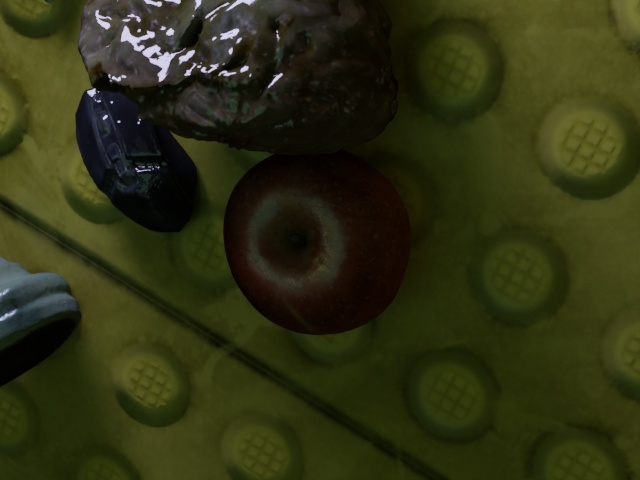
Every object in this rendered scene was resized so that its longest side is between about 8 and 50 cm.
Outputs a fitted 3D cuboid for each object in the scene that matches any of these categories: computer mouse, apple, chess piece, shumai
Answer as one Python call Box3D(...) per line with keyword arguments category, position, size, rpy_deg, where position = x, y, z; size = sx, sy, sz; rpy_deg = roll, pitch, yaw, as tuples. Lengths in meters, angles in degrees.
Box3D(category="computer mouse", position=(-0.212, -0.090, 1.669), size=(0.106, 0.062, 0.192), rpy_deg=(-29, 93, 26))
Box3D(category="apple", position=(0.000, 0.000, 1.558), size=(0.201, 0.162, 0.201), rpy_deg=(1, 93, 22))
Box3D(category="chess piece", position=(-0.435, 0.020, 1.738), size=(0.194, 0.194, 0.299), rpy_deg=(-41, 78, 27))
Box3D(category="shumai", position=(-0.064, -0.248, 1.477), size=(0.346, 0.217, 0.283), rpy_deg=(25, 113, 18))

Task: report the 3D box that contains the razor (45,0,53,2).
Box3D(category="razor", position=(-0.398, -0.380, 1.668), size=(0.278, 0.056, 0.111), rpy_deg=(31, 115, 12))
